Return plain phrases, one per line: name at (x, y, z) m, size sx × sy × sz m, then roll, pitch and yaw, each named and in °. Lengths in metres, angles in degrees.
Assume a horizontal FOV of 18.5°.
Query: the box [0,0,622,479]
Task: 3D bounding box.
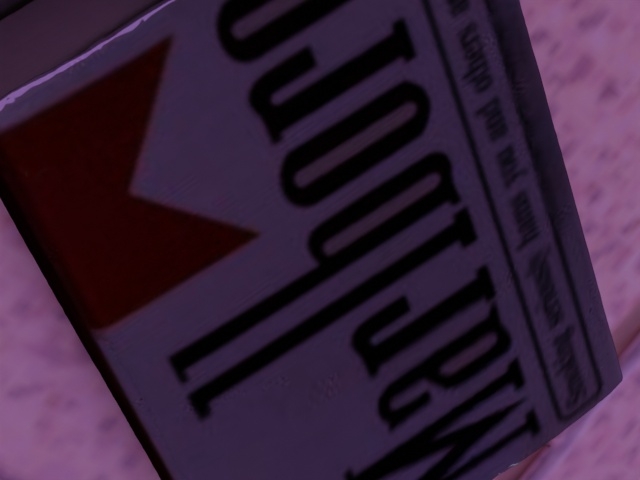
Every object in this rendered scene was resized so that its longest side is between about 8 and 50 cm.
box at (0.000, 0.000, 0.437) m, size 0.115 × 0.036 × 0.177 m, roll -32°, pitch 133°, yaw -11°
